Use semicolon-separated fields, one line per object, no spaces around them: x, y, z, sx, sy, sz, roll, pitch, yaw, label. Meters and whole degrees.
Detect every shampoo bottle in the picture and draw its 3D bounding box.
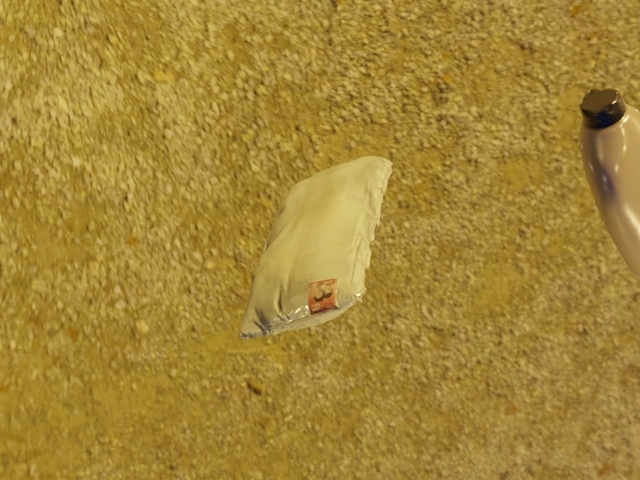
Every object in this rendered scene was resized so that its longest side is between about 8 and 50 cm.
0.351;-0.066;0.860;0.257;0.078;0.127;51;52;-34;shampoo bottle

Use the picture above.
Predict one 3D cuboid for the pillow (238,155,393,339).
0.000;0.000;0.711;0.128;0.229;0.051;-20;121;26;pillow
